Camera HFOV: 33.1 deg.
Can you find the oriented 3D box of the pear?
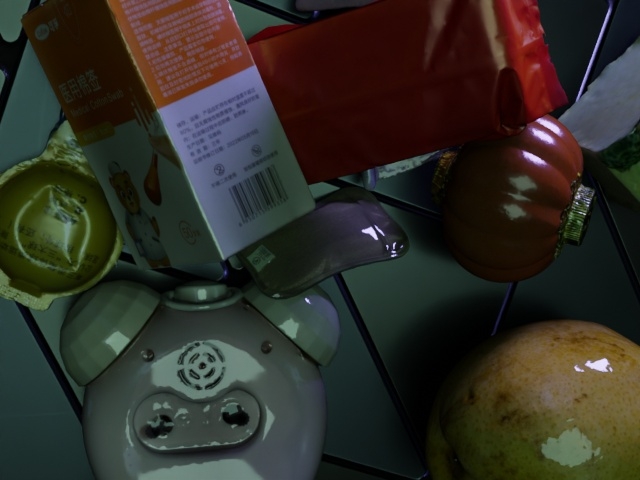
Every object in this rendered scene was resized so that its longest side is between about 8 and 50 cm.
[{"bbox_3d":[0.293,0.241,1.348,0.314,0.314,0.314,-2,98,-11],"label":"pear"}]

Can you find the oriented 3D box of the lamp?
[{"bbox_3d":[0.239,-0.055,1.339,0.196,0.223,0.223,19,94,17],"label":"lamp"}]

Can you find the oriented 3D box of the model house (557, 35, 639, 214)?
[{"bbox_3d":[0.452,-0.138,1.390,0.214,0.195,0.189,-46,111,-1],"label":"model house"}]

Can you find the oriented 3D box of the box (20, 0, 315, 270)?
[{"bbox_3d":[-0.177,-0.151,1.219,0.143,0.225,0.341,-30,103,-33],"label":"box"}]

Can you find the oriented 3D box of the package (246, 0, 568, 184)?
[{"bbox_3d":[0.058,-0.181,1.251,0.423,0.123,0.196,-12,103,19],"label":"package"}]

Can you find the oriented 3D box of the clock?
[{"bbox_3d":[-0.142,0.204,1.322,0.342,0.184,0.326,-3,94,-16],"label":"clock"}]

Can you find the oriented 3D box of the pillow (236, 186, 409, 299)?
[{"bbox_3d":[0.000,0.000,1.330,0.217,0.130,0.033,-21,146,-28],"label":"pillow"}]

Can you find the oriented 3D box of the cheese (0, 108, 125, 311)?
[{"bbox_3d":[-0.309,-0.048,1.299,0.177,0.069,0.270,22,86,-16],"label":"cheese"}]

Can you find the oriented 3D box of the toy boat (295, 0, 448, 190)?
[{"bbox_3d":[0.130,-0.251,1.351,0.276,0.111,0.294,-22,110,1],"label":"toy boat"}]
